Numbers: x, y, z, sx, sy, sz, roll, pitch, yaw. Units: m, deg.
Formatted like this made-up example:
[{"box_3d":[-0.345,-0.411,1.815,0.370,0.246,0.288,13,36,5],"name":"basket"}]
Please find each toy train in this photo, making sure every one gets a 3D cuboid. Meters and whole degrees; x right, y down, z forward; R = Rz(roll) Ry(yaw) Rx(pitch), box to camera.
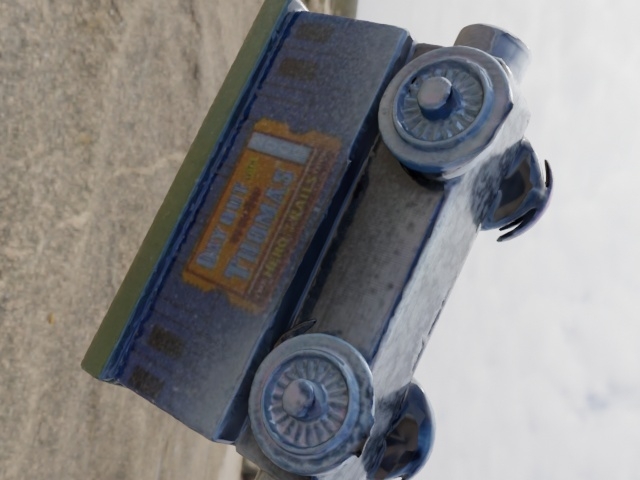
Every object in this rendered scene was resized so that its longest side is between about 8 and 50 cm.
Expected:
[{"box_3d":[0.000,0.000,0.429,0.131,0.202,0.300,36,78,-56],"name":"toy train"}]
